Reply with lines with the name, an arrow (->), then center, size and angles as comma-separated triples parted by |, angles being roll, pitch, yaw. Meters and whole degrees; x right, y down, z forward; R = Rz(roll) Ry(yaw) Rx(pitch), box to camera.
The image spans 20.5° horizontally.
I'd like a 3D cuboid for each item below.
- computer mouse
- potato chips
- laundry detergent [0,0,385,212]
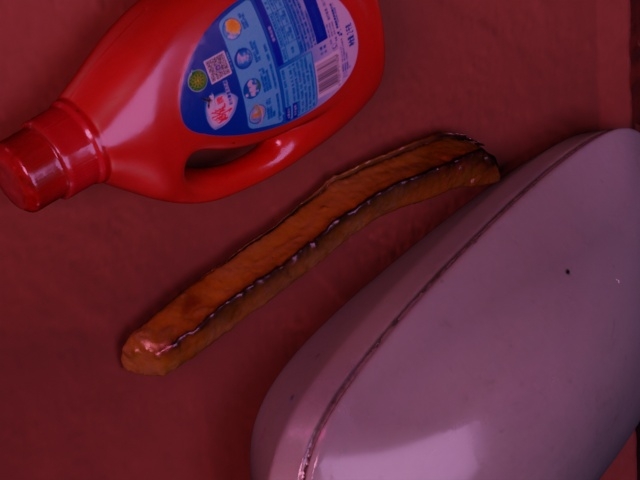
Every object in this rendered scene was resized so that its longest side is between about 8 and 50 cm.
computer mouse -> 0.088, 0.069, 0.807 | 0.288, 0.097, 0.159 | -35, 122, -27
potato chips -> 0.000, 0.000, 0.754 | 0.204, 0.026, 0.037 | -31, 136, -31
laundry detergent -> -0.051, -0.054, 0.679 | 0.165, 0.049, 0.097 | -32, 127, -26
